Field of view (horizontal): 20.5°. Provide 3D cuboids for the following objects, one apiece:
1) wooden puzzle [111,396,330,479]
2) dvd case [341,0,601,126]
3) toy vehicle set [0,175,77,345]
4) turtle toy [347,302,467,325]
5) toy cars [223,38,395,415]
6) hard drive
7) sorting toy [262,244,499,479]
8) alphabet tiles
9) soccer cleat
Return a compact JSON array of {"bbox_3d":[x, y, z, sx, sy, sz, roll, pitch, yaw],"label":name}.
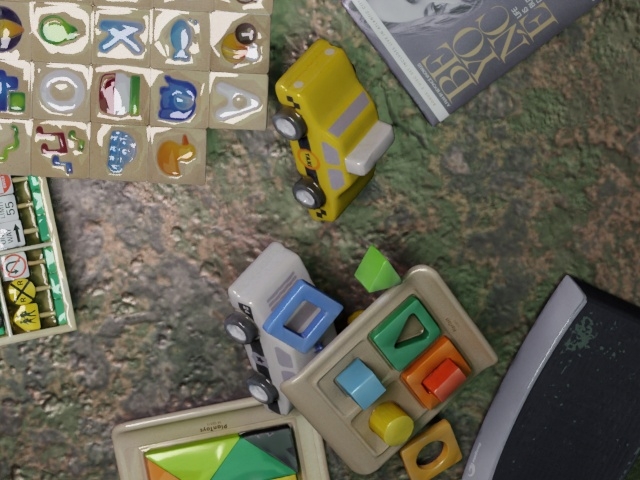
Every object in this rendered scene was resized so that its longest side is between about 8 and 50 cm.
[{"bbox_3d":[-0.095,0.288,1.893,0.221,0.044,0.238,-11,103,-4],"label":"wooden puzzle"},{"bbox_3d":[0.156,-0.247,1.821,0.221,0.018,0.164,-37,104,2],"label":"dvd case"},{"bbox_3d":[-0.351,-0.024,1.761,0.166,0.035,0.266,-12,91,-13],"label":"toy vehicle set"},{"bbox_3d":[0.094,0.101,1.862,0.130,0.066,0.095,-30,104,1],"label":"turtle toy"},{"bbox_3d":[0.000,0.000,1.773,0.087,0.176,0.393,20,102,32],"label":"toy cars"},{"bbox_3d":[0.279,0.183,1.907,0.172,0.054,0.254,25,98,-11],"label":"hard drive"},{"bbox_3d":[0.080,0.142,1.798,0.196,0.047,0.347,-40,132,-2],"label":"sorting toy"},{"bbox_3d":[-0.217,-0.197,1.695,0.343,0.011,0.285,3,105,0],"label":"alphabet tiles"},{"bbox_3d":[-0.183,-0.259,1.736,0.318,0.108,0.116,-13,105,0],"label":"soccer cleat"}]
